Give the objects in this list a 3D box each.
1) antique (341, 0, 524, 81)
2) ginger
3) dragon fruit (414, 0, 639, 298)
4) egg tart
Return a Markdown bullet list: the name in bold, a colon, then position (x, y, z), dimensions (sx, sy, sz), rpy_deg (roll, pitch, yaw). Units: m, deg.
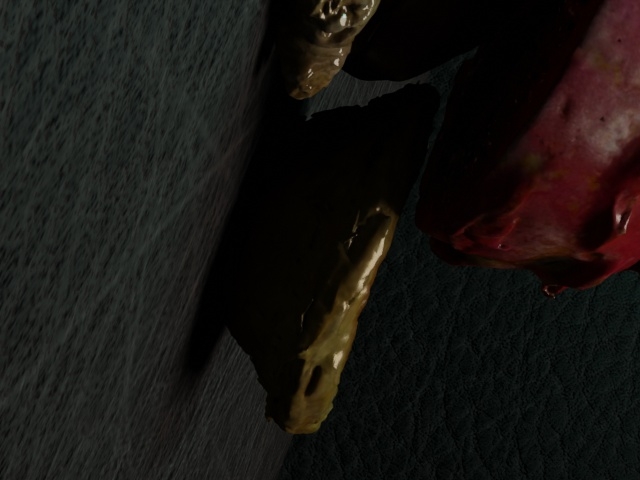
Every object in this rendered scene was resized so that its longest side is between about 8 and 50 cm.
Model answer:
- **antique**: position (0.101, -0.244, 1.350), dimensions (0.278, 0.129, 0.223), rpy_deg (-62, -161, -8)
- **ginger**: position (0.020, -0.203, 1.205), dimensions (0.213, 0.074, 0.137), rpy_deg (-64, 178, -2)
- **dragon fruit**: position (0.247, -0.121, 1.403), dimensions (0.386, 0.249, 0.371), rpy_deg (-64, -170, -27)
- **egg tart**: position (-0.001, 0.004, 1.511), dimensions (0.341, 0.129, 0.341), rpy_deg (19, 90, -86)
